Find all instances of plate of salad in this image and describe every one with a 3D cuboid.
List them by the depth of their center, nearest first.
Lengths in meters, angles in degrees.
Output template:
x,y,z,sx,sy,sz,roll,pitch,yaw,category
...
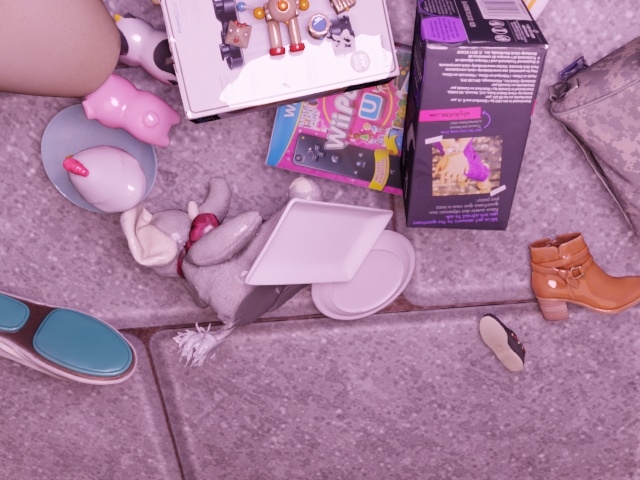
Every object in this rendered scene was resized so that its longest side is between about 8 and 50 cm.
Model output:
x,y,z,sx,sy,sz,roll,pitch,yaw,category
0.074,0.058,1.212,0.200,0.048,0.200,-14,131,-17,plate of salad

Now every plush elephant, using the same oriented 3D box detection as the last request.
x,y,z,sx,sy,sz,roll,pitch,yaw,category
-0.172,0.012,1.129,0.255,0.272,0.330,41,78,21,plush elephant

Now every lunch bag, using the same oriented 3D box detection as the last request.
x,y,z,sx,sy,sz,roll,pitch,yaw,category
0.516,-0.159,1.009,0.256,0.212,0.305,-29,109,34,lunch bag

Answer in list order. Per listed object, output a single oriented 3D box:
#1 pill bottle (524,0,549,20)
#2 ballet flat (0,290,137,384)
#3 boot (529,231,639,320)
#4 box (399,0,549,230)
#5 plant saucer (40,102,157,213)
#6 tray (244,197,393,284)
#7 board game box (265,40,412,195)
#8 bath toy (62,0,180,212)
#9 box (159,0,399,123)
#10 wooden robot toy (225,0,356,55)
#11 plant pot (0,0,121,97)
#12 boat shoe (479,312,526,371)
x,y,z,sx,sy,sz,roll,pitch,yaw,category
0.182,-0.399,0.938,0.272,0.152,0.152,24,115,-9,pill bottle
-0.535,0.187,1.294,0.400,0.139,0.139,20,116,-2,ballet flat
0.465,0.052,1.194,0.197,0.073,0.152,-15,110,7,boot
0.189,-0.166,0.915,0.143,0.165,0.270,2,130,1,box
-0.366,-0.141,1.158,0.195,0.037,0.195,2,116,3,plant saucer
0.000,0.000,1.032,0.030,0.270,0.145,43,111,28,tray
0.085,-0.197,1.075,0.303,0.097,0.224,13,115,-3,board game box
-0.280,-0.213,1.009,0.151,0.129,0.348,24,91,30,bath toy
-0.055,-0.270,0.932,0.290,0.087,0.169,-13,97,-3,box
-0.037,-0.275,0.848,0.173,0.079,0.076,-13,97,-2,wooden robot toy
-0.389,-0.286,0.852,0.256,0.274,0.256,-6,76,24,plant pot
0.338,0.184,1.282,0.049,0.042,0.133,-21,115,40,boat shoe
